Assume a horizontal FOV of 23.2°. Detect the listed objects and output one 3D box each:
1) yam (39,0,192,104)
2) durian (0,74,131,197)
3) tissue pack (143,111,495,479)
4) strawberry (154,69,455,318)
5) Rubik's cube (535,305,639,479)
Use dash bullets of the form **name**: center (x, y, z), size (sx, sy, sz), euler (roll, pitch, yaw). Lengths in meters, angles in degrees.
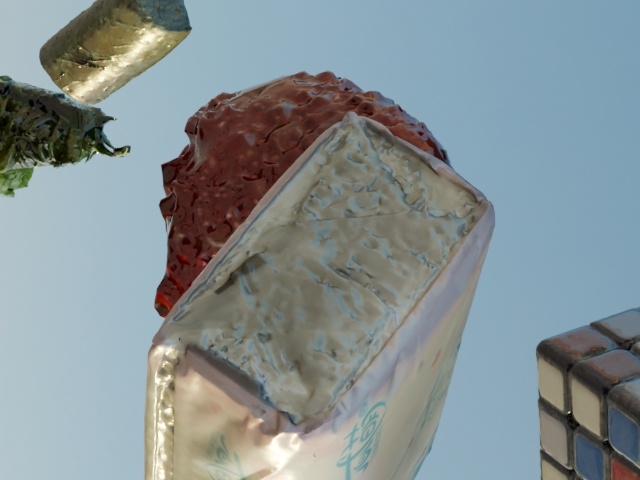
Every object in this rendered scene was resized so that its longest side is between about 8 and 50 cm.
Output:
- **yam**: center (-0.098, -0.095, 0.739), size (0.094, 0.043, 0.043), euler (-28, -131, 42)
- **durian**: center (-0.289, -0.086, 1.224), size (0.375, 0.132, 0.106), euler (18, -92, 28)
- **tissue pack**: center (-0.005, 0.090, 0.890), size (0.201, 0.124, 0.271), euler (-53, 162, -34)
- **strawberry**: center (0.000, 0.003, 1.204), size (0.261, 0.257, 0.261), euler (-13, 90, -79)
- **Rubik's cube**: center (0.393, 0.226, 1.422), size (0.293, 0.292, 0.287), euler (37, -43, 57)
